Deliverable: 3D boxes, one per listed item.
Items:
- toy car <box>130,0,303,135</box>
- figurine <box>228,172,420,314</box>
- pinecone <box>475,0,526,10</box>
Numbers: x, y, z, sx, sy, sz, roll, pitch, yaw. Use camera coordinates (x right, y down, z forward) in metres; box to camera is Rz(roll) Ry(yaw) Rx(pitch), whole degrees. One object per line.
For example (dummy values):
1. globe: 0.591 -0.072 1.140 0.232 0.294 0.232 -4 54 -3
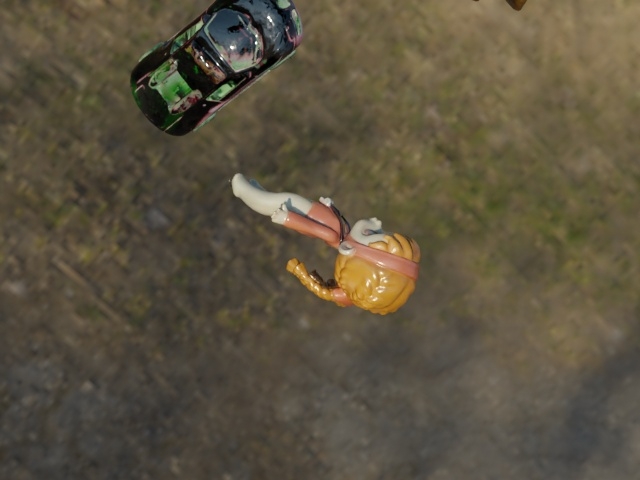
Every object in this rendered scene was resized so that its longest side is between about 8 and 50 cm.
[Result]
1. toy car: -0.078 -0.131 1.218 0.069 0.142 0.055 53 27 -4
2. figurine: 0.000 0.000 0.824 0.109 0.047 0.064 31 6 29
3. pinecone: 0.103 -0.265 0.869 0.264 0.264 0.264 25 41 -24
